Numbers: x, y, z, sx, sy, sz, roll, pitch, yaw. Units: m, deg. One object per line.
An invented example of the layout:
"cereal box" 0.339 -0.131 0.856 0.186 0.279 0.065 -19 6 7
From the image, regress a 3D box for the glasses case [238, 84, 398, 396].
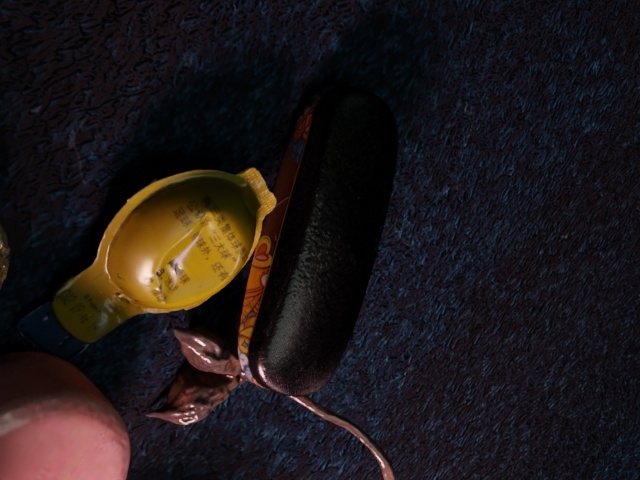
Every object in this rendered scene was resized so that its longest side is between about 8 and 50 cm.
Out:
"glasses case" 0.000 0.000 1.266 0.122 0.082 0.321 19 85 -45

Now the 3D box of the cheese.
"cheese" -0.161 0.024 1.181 0.270 0.069 0.177 -36 140 -3

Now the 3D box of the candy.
"candy" -0.302 0.219 1.162 0.255 0.094 0.255 -25 135 -29

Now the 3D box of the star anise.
"star anise" -0.046 0.188 1.313 0.148 0.227 0.218 -56 153 -7

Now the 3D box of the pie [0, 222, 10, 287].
"pie" -0.377 0.033 0.987 0.274 0.055 0.274 -26 138 -26
